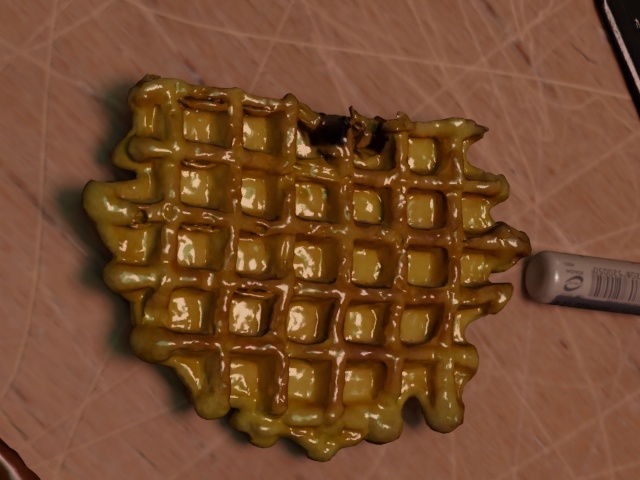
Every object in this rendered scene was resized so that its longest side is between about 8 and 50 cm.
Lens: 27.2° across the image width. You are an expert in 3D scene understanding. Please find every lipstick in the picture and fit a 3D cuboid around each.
[{"bbox_3d":[0.217,0.034,0.968,0.141,0.040,0.040,7,83,-24],"label":"lipstick"}]

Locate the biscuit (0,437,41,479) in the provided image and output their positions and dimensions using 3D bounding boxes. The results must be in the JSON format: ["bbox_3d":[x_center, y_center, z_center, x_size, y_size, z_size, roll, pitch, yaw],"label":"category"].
[{"bbox_3d":[-0.377,0.138,0.626,0.395,0.166,0.343,-43,104,-20],"label":"biscuit"}]

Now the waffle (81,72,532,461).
[{"bbox_3d":[-0.001,0.000,0.863,0.283,0.065,0.309,-44,106,-19],"label":"waffle"}]

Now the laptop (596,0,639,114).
[{"bbox_3d":[0.296,-0.131,1.031,0.135,0.016,0.197,-26,96,-25],"label":"laptop"}]
